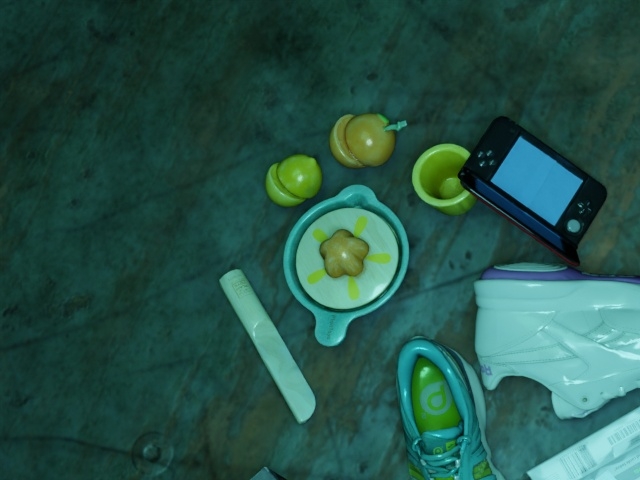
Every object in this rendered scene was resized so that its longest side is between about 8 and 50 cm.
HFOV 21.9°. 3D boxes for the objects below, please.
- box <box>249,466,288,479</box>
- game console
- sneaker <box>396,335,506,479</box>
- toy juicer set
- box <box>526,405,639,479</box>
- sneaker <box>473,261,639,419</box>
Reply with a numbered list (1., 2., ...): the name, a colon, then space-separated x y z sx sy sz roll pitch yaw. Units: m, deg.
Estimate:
1. box: 0.052 0.360 1.521 0.076 0.242 0.307 -44 67 -1
2. game console: 0.217 -0.052 1.658 0.144 0.085 0.124 35 71 -3
3. sneaker: 0.123 0.225 1.616 0.107 0.110 0.275 -19 69 9
4. toy juicer set: 0.000 0.000 1.736 0.209 0.089 0.329 36 85 23
5. box: 0.304 0.264 1.567 0.145 0.038 0.186 -31 80 4
6. sneaker: 0.300 0.105 1.625 0.305 0.114 0.152 5 97 15
